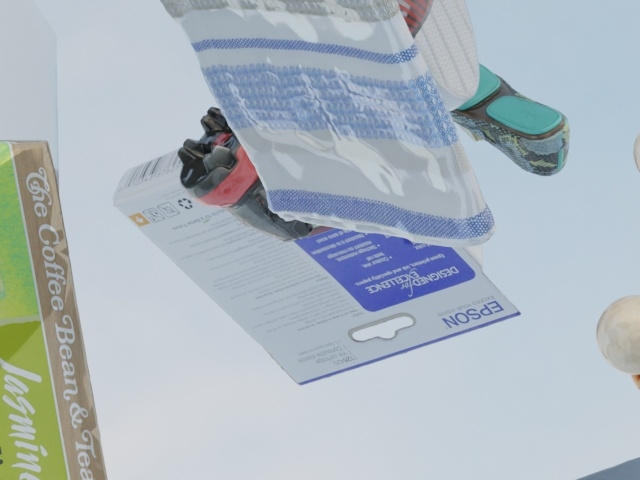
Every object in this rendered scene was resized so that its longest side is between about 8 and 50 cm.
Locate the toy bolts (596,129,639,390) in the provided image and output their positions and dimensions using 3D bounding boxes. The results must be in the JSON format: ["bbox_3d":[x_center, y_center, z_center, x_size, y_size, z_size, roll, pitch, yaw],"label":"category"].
[{"bbox_3d":[0.312,0.006,1.413,0.158,0.228,0.218,13,-19,-29],"label":"toy bolts"}]

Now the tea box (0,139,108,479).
[{"bbox_3d":[-0.340,0.116,1.271,0.323,0.329,0.220,-6,-6,-46],"label":"tea box"}]

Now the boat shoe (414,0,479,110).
[{"bbox_3d":[0.020,-0.245,1.656,0.119,0.335,0.121,-35,-12,33],"label":"boat shoe"}]

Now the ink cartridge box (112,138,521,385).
[{"bbox_3d":[0.000,0.000,1.916,0.303,0.072,0.307,-20,-51,36],"label":"ink cartridge box"}]

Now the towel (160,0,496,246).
[{"bbox_3d":[-0.014,-0.115,1.207,0.034,0.209,0.285,-46,-55,-28],"label":"towel"}]

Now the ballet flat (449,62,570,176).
[{"bbox_3d":[0.156,-0.108,1.713,0.070,0.188,0.070,-15,-57,-25],"label":"ballet flat"}]

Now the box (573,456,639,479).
[{"bbox_3d":[0.086,0.378,0.752,0.480,0.472,0.297,-15,7,-23],"label":"box"}]

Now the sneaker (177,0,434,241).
[{"bbox_3d":[0.017,-0.113,1.483,0.135,0.097,0.276,41,-97,-24],"label":"sneaker"}]

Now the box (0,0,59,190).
[{"bbox_3d":[-0.408,-0.096,1.590,0.345,0.215,0.168,-16,-38,13],"label":"box"}]
